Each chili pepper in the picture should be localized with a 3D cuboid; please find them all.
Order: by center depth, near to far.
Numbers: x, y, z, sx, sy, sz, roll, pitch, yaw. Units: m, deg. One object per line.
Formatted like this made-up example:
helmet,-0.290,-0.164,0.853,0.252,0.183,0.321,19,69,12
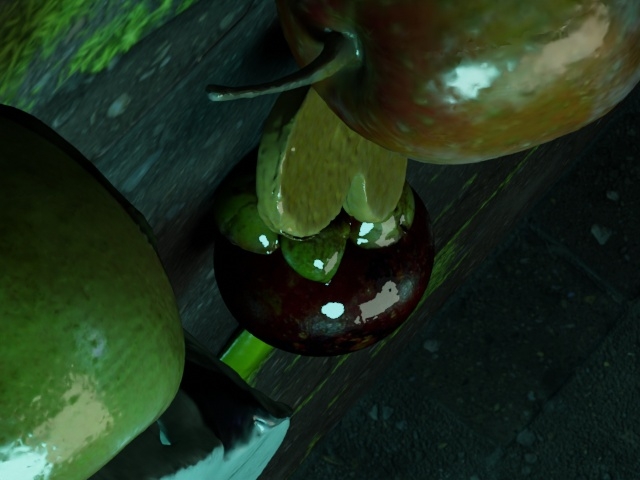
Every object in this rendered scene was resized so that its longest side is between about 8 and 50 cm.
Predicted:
chili pepper,-0.085,0.130,1.987,0.052,0.050,0.202,-10,142,-52

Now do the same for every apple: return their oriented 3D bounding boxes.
apple,-0.170,0.045,0.904,0.207,0.188,0.174,-48,175,4

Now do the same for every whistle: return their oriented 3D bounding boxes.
whistle,-0.142,0.131,1.388,0.188,0.168,0.405,-48,170,-11

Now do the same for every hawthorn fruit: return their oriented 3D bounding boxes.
hawthorn fruit,0.081,-0.159,1.208,0.263,0.231,0.235,-17,148,12

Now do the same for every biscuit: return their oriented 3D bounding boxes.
biscuit,0.036,-0.121,1.425,0.340,0.047,0.216,-51,144,-41

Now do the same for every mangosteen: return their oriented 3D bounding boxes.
mangosteen,0.000,0.000,1.559,0.200,0.200,0.200,-48,170,-12
